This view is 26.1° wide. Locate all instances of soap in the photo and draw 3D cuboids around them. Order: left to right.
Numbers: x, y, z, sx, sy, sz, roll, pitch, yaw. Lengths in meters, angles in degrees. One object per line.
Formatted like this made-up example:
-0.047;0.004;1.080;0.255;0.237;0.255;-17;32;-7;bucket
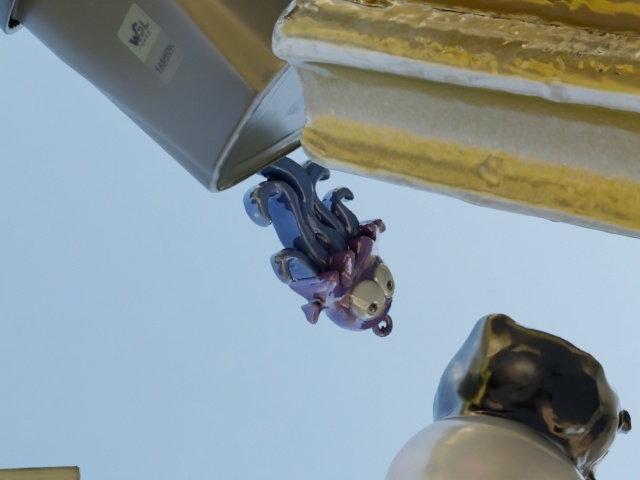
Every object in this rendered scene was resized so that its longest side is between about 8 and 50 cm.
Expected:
0.140;-0.075;0.533;0.274;0.089;0.173;15;-137;36;soap

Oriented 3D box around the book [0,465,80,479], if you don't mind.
-0.261;0.172;0.823;0.207;0.295;0.020;1;-110;-16;book

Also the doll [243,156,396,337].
0.000;0.000;1.097;0.206;0.067;0.110;52;-122;-21;doll

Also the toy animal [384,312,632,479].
0.156;0.205;1.235;0.165;0.187;0.235;44;-129;-19;toy animal

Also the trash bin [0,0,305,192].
-0.089;-0.188;0.999;0.250;0.220;0.219;45;-134;10;trash bin
